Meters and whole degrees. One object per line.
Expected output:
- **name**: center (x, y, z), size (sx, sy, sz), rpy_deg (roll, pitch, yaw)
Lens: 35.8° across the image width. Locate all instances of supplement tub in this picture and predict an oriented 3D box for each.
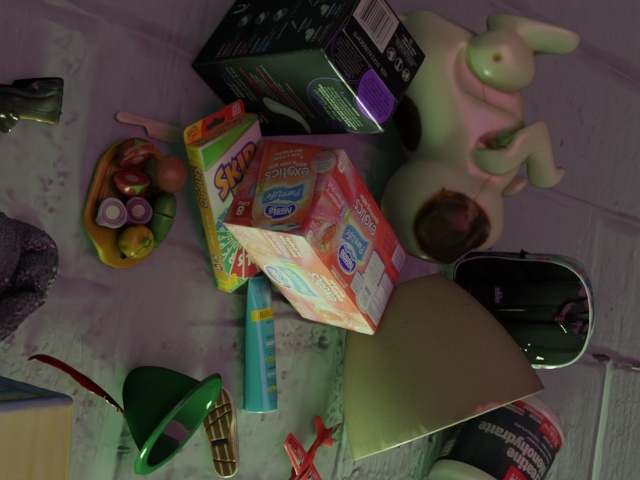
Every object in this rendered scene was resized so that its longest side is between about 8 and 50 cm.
- **supplement tub**: center (0.319, 0.423, 1.850), size (0.272, 0.191, 0.191), rpy_deg (-54, 127, -29)

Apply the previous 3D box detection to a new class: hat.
- **hat**: center (-0.258, 0.196, 1.366), size (0.173, 0.183, 0.208), rpy_deg (-47, 165, -25)

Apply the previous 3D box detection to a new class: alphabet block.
- **alphabet block**: center (-0.405, 0.263, 1.101), size (0.192, 0.193, 0.197), rpy_deg (3, 91, -44)

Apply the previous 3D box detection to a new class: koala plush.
- **koala plush**: center (-0.410, -0.014, 1.094), size (0.203, 0.196, 0.221), rpy_deg (-47, 124, -46)

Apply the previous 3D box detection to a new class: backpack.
- **backpack**: center (0.387, 0.128, 1.858), size (0.191, 0.253, 0.225), rpy_deg (-13, 101, -65)

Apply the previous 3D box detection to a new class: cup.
- **cup**: center (0.168, 0.193, 1.628), size (0.331, 0.331, 0.237), rpy_deg (-9, 74, -45)

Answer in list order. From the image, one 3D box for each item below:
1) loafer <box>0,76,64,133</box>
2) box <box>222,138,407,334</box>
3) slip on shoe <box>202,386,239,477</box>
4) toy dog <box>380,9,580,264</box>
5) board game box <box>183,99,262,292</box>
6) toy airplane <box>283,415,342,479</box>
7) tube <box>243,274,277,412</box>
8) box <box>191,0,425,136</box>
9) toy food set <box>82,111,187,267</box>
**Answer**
- **loafer**: center (-0.381, -0.159, 1.191), size (0.170, 0.062, 0.061), rpy_deg (-16, 109, -43)
- **box**: center (0.000, 0.000, 1.481), size (0.300, 0.142, 0.154), rpy_deg (53, 54, -51)
- **slip on shoe**: center (-0.144, 0.283, 1.478), size (0.041, 0.051, 0.135), rpy_deg (-41, 121, -83)
- **toy dog**: center (0.225, -0.162, 1.658), size (0.395, 0.284, 0.408), rpy_deg (10, 86, -30)
- **board game box**: center (-0.124, -0.065, 1.444), size (0.124, 0.039, 0.259), rpy_deg (-37, 126, -39)
- **toy airplane**: center (-0.017, 0.349, 1.618), size (0.151, 0.028, 0.151), rpy_deg (-6, 98, -46)
- **tube**: center (-0.093, 0.156, 1.515), size (0.080, 0.052, 0.207), rpy_deg (-8, 98, -77)
- **box**: center (-0.019, -0.252, 1.401), size (0.165, 0.270, 0.143), rpy_deg (48, 60, -36)
- **toy food set**: center (-0.236, -0.068, 1.335), size (0.128, 0.071, 0.218), rpy_deg (23, 77, -44)
